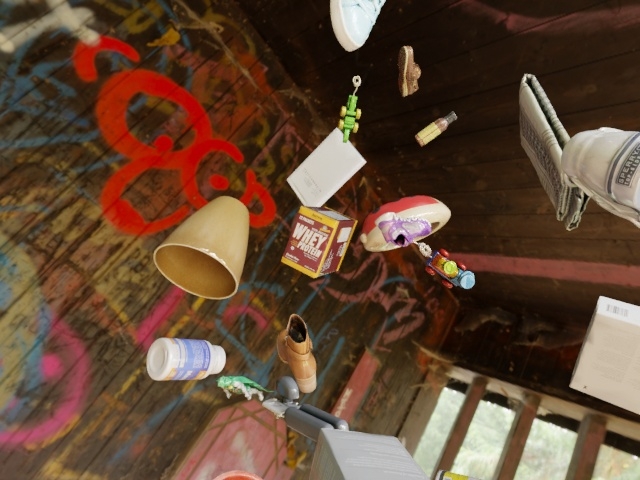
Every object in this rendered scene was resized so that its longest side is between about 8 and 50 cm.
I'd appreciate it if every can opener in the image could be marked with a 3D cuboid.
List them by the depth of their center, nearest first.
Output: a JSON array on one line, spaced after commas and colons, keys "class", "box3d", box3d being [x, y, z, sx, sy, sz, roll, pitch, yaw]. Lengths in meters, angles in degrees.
[{"class": "can opener", "box3d": [-0.046, 0.387, 0.931, 0.074, 0.093, 0.281, -1, 0, -35]}]

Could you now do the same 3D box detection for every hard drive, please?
[{"class": "hard drive", "box3d": [0.017, -0.287, 1.681, 0.040, 0.307, 0.203, 15, 37, -58]}]

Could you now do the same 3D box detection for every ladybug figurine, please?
[{"class": "ladybug figurine", "box3d": [0.358, -0.083, 1.777, 0.161, 0.450, 0.305, 65, -29, 18]}]

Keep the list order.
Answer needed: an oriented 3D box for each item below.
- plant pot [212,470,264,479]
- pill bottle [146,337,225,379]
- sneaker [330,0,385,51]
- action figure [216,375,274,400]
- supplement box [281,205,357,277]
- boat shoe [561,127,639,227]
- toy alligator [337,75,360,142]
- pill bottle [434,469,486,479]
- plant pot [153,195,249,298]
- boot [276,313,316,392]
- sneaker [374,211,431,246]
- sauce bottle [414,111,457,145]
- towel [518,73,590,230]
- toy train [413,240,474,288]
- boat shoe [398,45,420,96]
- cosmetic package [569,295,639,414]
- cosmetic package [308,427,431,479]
[{"class": "plant pot", "box3d": [-0.239, 0.711, 0.895, 0.272, 0.265, 0.272, 38, 20, -17]}, {"class": "pill bottle", "box3d": [-0.506, 0.457, 1.564, 0.153, 0.152, 0.272, 13, -6, 40]}, {"class": "sneaker", "box3d": [0.135, -0.655, 1.012, 0.135, 0.365, 0.150, 23, -13, -39]}, {"class": "action figure", "box3d": [-0.265, 0.477, 1.321, 0.137, 0.063, 0.232, -8, -32, 21]}, {"class": "supplement box", "box3d": [0.000, 0.000, 1.320, 0.129, 0.191, 0.194, 25, 13, 21]}, {"class": "boat shoe", "box3d": [0.477, -0.101, 0.645, 0.368, 0.135, 0.156, 2, 24, -39]}, {"class": "toy alligator", "box3d": [0.087, -0.385, 1.203, 0.056, 0.189, 0.051, 7, 16, -11]}, {"class": "pill bottle", "box3d": [0.467, 0.797, 1.255, 0.209, 0.119, 0.119, -3, -41, 31]}, {"class": "plant pot", "box3d": [-0.305, -0.003, 1.169, 0.238, 0.254, 0.237, 11, -39, 9]}, {"class": "boot", "box3d": [-0.091, 0.327, 1.326, 0.283, 0.109, 0.219, -119, -162, -58]}, {"class": "sneaker", "box3d": [0.292, -0.025, 1.394, 0.237, 0.104, 0.095, 5, -30, -35]}, {"class": "sauce bottle", "box3d": [0.344, -0.332, 1.208, 0.042, 0.128, 0.042, 52, 15, -20]}, {"class": "towel", "box3d": [0.569, -0.201, 1.020, 0.056, 0.323, 0.312, -22, -25, 17]}, {"class": "toy train", "box3d": [0.446, 0.085, 1.498, 0.248, 0.105, 0.143, 37, 2, -8]}, {"class": "boat shoe", "box3d": [0.271, -0.517, 1.235, 0.060, 0.064, 0.178, -14, -26, 5]}, {"class": "cosmetic package", "box3d": [0.887, 0.334, 1.037, 0.378, 0.097, 0.284, 18, -55, 32]}, {"class": "cosmetic package", "box3d": [0.055, 0.274, 0.339, 0.107, 0.127, 0.238, 14, 0, -15]}]
